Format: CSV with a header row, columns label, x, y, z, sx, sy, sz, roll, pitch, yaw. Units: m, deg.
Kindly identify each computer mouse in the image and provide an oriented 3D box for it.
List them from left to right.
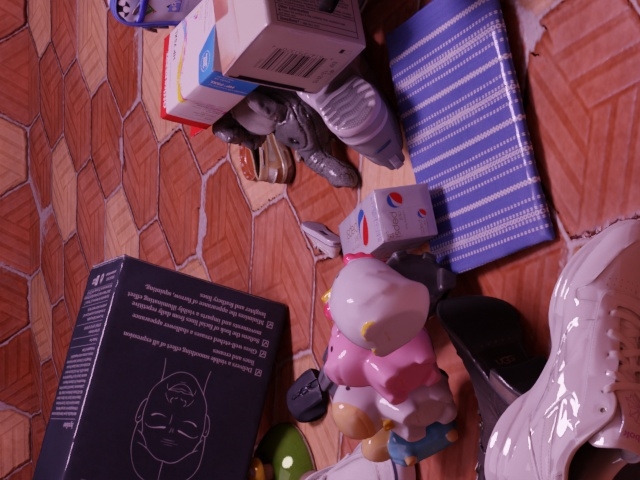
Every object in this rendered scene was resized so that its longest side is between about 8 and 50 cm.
label,x,y,z,sx,sy,sz,roll,pitch,yaw
computer mouse,-0.003,0.214,1.984,0.242,0.041,0.071,122,137,-51

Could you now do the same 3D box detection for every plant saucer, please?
label,x,y,z,sx,sy,sz,roll,pitch,yaw
plant saucer,-0.116,-0.142,2.188,0.083,0.013,0.084,176,90,-65

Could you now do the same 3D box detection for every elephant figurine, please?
label,x,y,z,sx,sy,sz,roll,pitch,yaw
elephant figurine,-0.048,-0.197,1.892,0.239,0.186,0.169,23,90,56

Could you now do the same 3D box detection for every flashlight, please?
label,x,y,z,sx,sy,sz,roll,pitch,yaw
flashlight,0.075,0.116,1.689,0.103,0.103,0.304,43,150,14

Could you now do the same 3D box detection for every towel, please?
label,x,y,z,sx,sy,sz,roll,pitch,yaw
towel,0.176,-0.137,1.558,0.243,0.040,0.336,-28,71,61

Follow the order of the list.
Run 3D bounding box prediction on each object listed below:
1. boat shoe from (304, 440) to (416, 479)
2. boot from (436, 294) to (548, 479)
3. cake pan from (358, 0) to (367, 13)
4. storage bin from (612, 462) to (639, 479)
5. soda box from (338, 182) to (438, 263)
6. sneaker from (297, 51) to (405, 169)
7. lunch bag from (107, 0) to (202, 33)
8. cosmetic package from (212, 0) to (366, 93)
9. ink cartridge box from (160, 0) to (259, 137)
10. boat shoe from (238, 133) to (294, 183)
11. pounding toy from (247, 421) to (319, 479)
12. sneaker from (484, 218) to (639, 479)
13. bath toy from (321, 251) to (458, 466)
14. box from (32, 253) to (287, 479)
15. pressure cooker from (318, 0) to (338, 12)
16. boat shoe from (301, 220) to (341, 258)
label,x,y,z,sx,sy,sz,roll,pitch,yaw
boat shoe,0.004,0.398,1.858,0.367,0.156,0.136,-59,44,46
boot,0.199,0.210,1.509,0.263,0.091,0.229,-121,27,-55
cake pan,-0.007,-0.412,1.801,0.293,0.054,0.293,-15,73,58
storage bin,0.299,0.241,1.286,0.135,0.091,0.098,17,114,62
soda box,0.083,-0.013,1.670,0.216,0.073,0.069,135,125,-74
sneaker,0.042,-0.178,1.740,0.115,0.105,0.281,50,-167,-31
lunch bag,-0.237,-0.480,2.112,0.115,0.243,0.303,61,145,41
cosmetic package,-0.054,-0.354,1.668,0.129,0.153,0.296,-38,52,49
ink cartridge box,-0.167,-0.249,1.857,0.231,0.078,0.134,-30,55,56
boat shoe,-0.103,-0.171,2.084,0.068,0.072,0.190,112,144,-45
pounding toy,-0.079,0.404,2.097,0.237,0.110,0.183,-140,50,-57
sneaker,0.276,0.131,1.239,0.152,0.114,0.305,21,88,55
bath toy,0.070,0.141,1.552,0.348,0.151,0.129,74,168,-50
box,-0.262,0.259,2.107,0.212,0.293,0.396,-17,56,65
pressure cooker,0.009,-0.488,1.421,0.370,0.420,0.376,108,180,-51
boat shoe,0.000,0.000,1.947,0.100,0.035,0.035,33,122,51
